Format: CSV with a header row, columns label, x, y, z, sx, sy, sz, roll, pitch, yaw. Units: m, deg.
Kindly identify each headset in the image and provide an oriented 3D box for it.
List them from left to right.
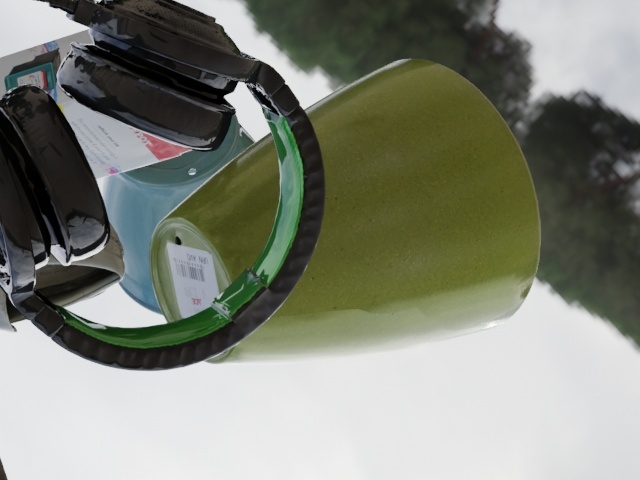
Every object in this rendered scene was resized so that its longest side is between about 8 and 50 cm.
label,x,y,z,sx,sy,sz,roll,pitch,yaw
headset,-0.169,-0.088,1.106,0.394,0.243,0.185,51,172,-29

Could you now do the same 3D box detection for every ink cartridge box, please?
label,x,y,z,sx,sy,sz,roll,pitch,yaw
ink cartridge box,-0.219,-0.124,1.483,0.134,0.231,0.078,52,-153,-57

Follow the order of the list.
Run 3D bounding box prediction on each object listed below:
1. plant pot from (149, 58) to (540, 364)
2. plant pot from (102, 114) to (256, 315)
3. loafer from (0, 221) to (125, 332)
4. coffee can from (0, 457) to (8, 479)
label,x,y,z,sx,sy,sz,roll,pitch,yaw
plant pot,0.000,0.000,1.450,0.293,0.275,0.275,-20,-114,-34
plant pot,-0.185,-0.071,2.213,0.272,0.255,0.271,-3,-126,4
loafer,-0.378,0.055,1.795,0.111,0.319,0.112,-120,12,-45
coffee can,-0.392,0.295,1.351,0.275,0.201,0.201,-15,-124,-16
